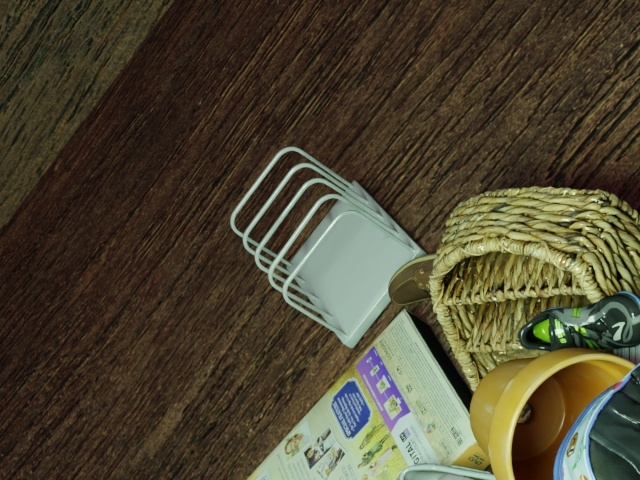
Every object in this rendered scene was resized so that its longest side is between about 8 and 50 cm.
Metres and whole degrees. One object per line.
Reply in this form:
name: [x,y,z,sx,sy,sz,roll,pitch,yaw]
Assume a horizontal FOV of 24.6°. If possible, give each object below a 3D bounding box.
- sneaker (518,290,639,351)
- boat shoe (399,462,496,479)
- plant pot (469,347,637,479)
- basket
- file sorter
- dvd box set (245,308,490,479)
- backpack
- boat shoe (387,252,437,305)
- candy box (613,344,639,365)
sneaker: [0.307,0.105,1.713,0.188,0.078,0.067,-14,94,51]
boat shoe: [0.233,0.344,1.785,0.320,0.103,0.118,17,76,48]
plant pot: [0.268,0.215,1.695,0.205,0.205,0.188,-59,19,-4]
basket: [0.273,0.072,1.878,0.299,0.213,0.223,-6,57,52]
file sorter: [0.000,0.000,2.348,0.193,0.173,0.278,-53,33,8]
dvd box set: [0.050,0.338,2.089,0.420,0.062,0.307,-49,33,12]
backpack: [0.379,0.250,1.498,0.276,0.263,0.213,-38,-5,-27]
boat shoe: [0.169,0.057,2.171,0.178,0.064,0.060,-28,40,34]
candy box: [0.444,0.136,1.691,0.186,0.109,0.053,-27,41,40]
